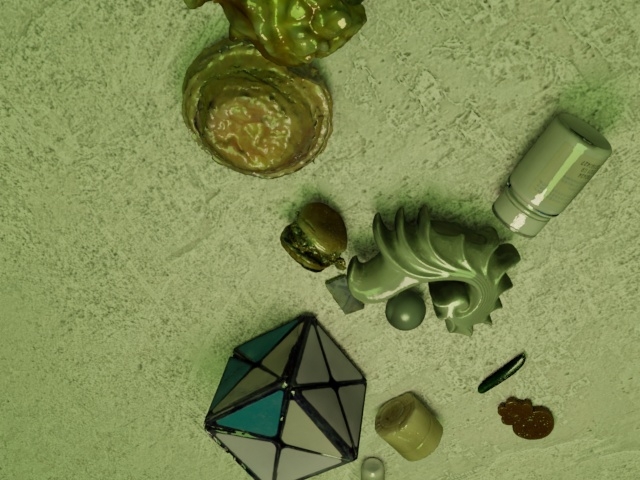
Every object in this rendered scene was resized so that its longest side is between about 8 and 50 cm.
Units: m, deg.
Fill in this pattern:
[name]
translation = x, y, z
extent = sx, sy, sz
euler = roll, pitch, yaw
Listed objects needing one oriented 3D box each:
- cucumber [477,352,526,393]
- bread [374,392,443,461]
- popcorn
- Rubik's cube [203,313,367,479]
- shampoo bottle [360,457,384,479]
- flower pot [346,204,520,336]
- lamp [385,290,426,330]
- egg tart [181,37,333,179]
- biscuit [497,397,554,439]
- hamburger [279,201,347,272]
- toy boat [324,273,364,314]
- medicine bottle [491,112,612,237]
[cucumber]
translation = 0.492, 0.366, 1.960
extent = 0.033, 0.036, 0.184
euler = 31, 124, -23
[bread]
translation = 0.249, 0.530, 2.043
extent = 0.148, 0.134, 0.141
euler = -38, 112, 13
[popcorn]
translation = -0.071, -0.485, 1.340
extent = 0.335, 0.279, 0.274
euler = 48, 128, -3
[Rubik's cube]
translation = -0.088, 0.430, 1.920
extent = 0.305, 0.307, 0.310
euler = -27, 114, 25
[shampoo bottle]
translation = 0.162, 0.760, 2.240
extent = 0.074, 0.074, 0.192
euler = 2, 123, 7
[flower pot]
translation = 0.263, 0.061, 1.701
extent = 0.368, 0.164, 0.254
euler = 19, 112, -4
[lamp]
translation = 0.216, 0.178, 1.837
extent = 0.105, 0.105, 0.105
euler = 4, 123, 6
[egg tart]
translation = -0.145, -0.269, 1.575
extent = 0.352, 0.150, 0.352
euler = 5, 127, 6
[biscuit]
translation = 0.581, 0.501, 2.041
extent = 0.175, 0.026, 0.124
euler = 36, 119, -15
[hamburger]
translation = 0.000, 0.000, 1.720
extent = 0.131, 0.159, 0.185
euler = -42, 90, 25
[toy boat]
translation = 0.064, 0.142, 1.886
extent = 0.063, 0.016, 0.115
euler = -22, 118, 20
[medicine bottle]
translation = 0.495, -0.137, 1.568
extent = 0.143, 0.143, 0.258
euler = 27, 122, -10
